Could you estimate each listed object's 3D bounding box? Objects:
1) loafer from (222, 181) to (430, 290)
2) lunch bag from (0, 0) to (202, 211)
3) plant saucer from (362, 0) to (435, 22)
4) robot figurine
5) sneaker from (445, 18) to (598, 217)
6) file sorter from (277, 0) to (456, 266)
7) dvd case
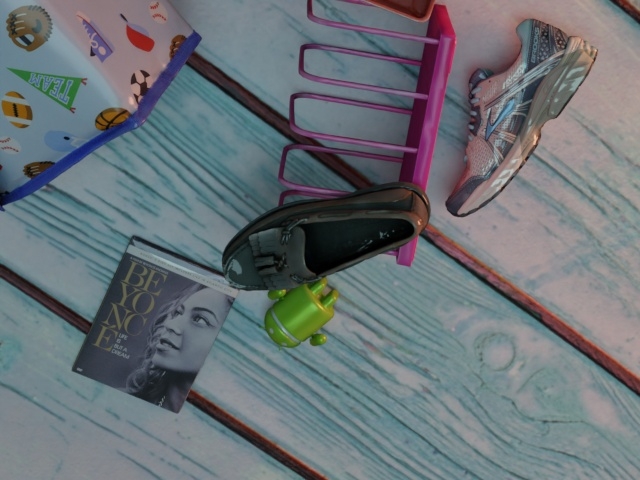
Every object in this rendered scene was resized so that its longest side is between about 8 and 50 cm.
[{"bbox_3d":[0.000,0.000,1.619,0.267,0.084,0.096,-19,108,13],"label":"loafer"},{"bbox_3d":[-0.402,-0.224,1.636,0.385,0.239,0.328,-23,116,38],"label":"lunch bag"},{"bbox_3d":[0.044,-0.415,1.639,0.259,0.048,0.258,20,81,-5],"label":"plant saucer"},{"bbox_3d":[-0.028,0.100,1.869,0.115,0.067,0.101,-40,97,12],"label":"robot figurine"},{"bbox_3d":[0.235,-0.161,1.780,0.122,0.110,0.283,35,104,5],"label":"sneaker"},{"bbox_3d":[0.049,-0.149,1.712,0.182,0.202,0.291,9,110,-2],"label":"file sorter"},{"bbox_3d":[-0.228,0.120,1.896,0.164,0.018,0.221,24,108,-10],"label":"dvd case"}]
